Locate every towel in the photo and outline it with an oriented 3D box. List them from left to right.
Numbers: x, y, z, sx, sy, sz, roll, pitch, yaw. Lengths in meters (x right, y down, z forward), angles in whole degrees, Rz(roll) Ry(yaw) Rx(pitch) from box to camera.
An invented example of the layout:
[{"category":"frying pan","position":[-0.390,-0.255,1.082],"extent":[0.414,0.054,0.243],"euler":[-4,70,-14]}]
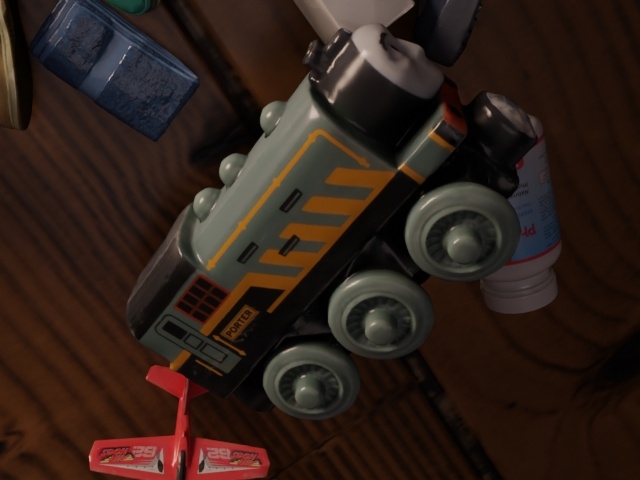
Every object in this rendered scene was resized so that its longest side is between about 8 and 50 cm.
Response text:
[{"category":"towel","position":[-0.156,-0.133,0.588],"extent":[0.119,0.029,0.067],"euler":[35,98,-20]}]

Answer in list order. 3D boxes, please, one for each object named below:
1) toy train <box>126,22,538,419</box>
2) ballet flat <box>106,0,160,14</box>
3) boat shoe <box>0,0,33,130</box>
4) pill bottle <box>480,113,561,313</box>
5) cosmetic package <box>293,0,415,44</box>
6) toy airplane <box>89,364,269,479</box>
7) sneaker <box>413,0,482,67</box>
[{"category":"toy train","position":[0.000,0.000,0.576],"extent":[0.190,0.142,0.334],"euler":[33,120,-16]},{"category":"ballet flat","position":[-0.181,-0.251,0.524],"extent":[0.213,0.072,0.068],"euler":[41,56,-32]},{"category":"boat shoe","position":[-0.243,-0.146,0.558],"extent":[0.045,0.050,0.135],"euler":[-8,99,-6]},{"category":"pill bottle","position":[0.159,-0.022,0.660],"extent":[0.087,0.087,0.160],"euler":[-19,110,-6]},{"category":"cosmetic package","position":[-0.032,-0.250,0.541],"extent":[0.060,0.099,0.239],"euler":[-38,112,2]},{"category":"toy airplane","position":[-0.120,0.164,0.656],"extent":[0.151,0.028,0.151],"euler":[6,65,-14]},{"category":"sneaker","position":[0.083,-0.295,0.561],"extent":[0.131,0.112,0.319],"euler":[9,103,3]}]
